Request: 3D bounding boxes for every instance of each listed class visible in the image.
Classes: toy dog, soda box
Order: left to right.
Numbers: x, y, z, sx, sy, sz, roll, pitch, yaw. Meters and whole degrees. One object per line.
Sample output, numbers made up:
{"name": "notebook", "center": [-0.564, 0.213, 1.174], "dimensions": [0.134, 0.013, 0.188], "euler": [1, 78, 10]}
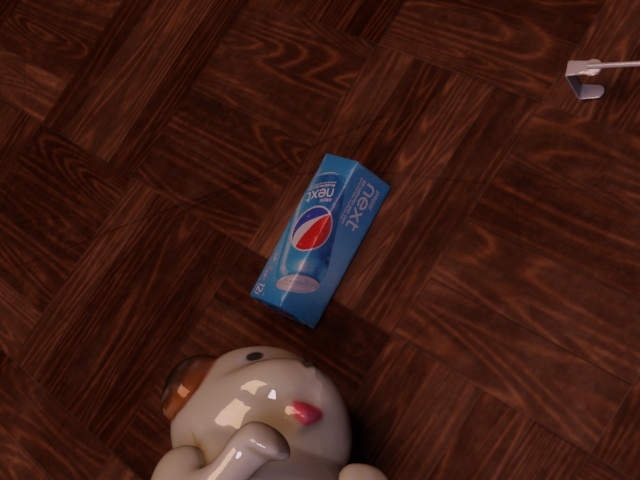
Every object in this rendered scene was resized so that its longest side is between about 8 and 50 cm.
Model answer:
{"name": "toy dog", "center": [-0.069, 0.313, 1.581], "dimensions": [0.395, 0.284, 0.408], "euler": [125, 157, -62]}
{"name": "soda box", "center": [0.000, 0.000, 1.839], "dimensions": [0.067, 0.071, 0.210], "euler": [17, 76, 49]}

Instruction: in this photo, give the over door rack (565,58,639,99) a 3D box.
{"name": "over door rack", "center": [0.420, -0.299, 1.616], "dimensions": [0.324, 0.108, 0.240], "euler": [-6, 59, 42]}
